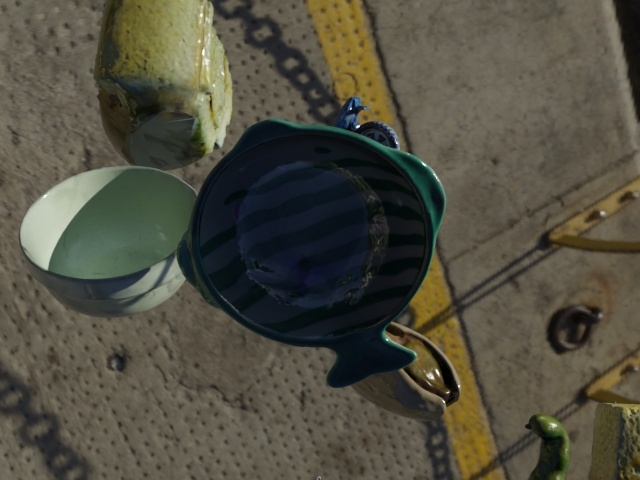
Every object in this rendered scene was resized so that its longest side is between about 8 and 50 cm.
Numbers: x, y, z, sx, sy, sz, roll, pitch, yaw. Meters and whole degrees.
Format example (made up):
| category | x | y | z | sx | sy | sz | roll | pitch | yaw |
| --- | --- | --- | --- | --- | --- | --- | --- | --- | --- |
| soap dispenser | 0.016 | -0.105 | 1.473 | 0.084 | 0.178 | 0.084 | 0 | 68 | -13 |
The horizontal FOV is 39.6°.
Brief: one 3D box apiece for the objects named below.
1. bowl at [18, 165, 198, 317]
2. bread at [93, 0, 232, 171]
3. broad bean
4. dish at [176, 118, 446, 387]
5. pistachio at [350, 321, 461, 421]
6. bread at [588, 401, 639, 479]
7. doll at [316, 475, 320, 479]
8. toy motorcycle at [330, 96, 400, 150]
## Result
| category | x | y | z | sx | sy | sz | roll | pitch | yaw |
| --- | --- | --- | --- | --- | --- | --- | --- | --- | --- |
| bowl | -0.354 | 0.017 | 1.541 | 0.307 | 0.307 | 0.163 | -20 | 135 | -24 |
| bread | -0.316 | -0.312 | 1.756 | 0.239 | 0.395 | 0.264 | -1 | 61 | 3 |
| broad bean | 0.328 | 0.346 | 1.285 | 0.070 | 0.048 | 0.214 | -10 | 106 | -15 |
| dish | 0.000 | 0.000 | 0.748 | 0.224 | 0.078 | 0.246 | -19 | 113 | 10 |
| pistachio | 0.122 | 0.215 | 1.473 | 0.138 | 0.238 | 0.153 | -34 | 129 | -34 |
| bread | 0.297 | 0.180 | 0.772 | 0.109 | 0.080 | 0.084 | 3 | 83 | 5 |
| doll | 0.009 | 0.515 | 1.743 | 0.057 | 0.039 | 0.114 | -14 | 108 | 5 |
| toy motorcycle | 0.022 | -0.081 | 1.296 | 0.092 | 0.135 | 0.254 | -21 | 143 | -58 |
